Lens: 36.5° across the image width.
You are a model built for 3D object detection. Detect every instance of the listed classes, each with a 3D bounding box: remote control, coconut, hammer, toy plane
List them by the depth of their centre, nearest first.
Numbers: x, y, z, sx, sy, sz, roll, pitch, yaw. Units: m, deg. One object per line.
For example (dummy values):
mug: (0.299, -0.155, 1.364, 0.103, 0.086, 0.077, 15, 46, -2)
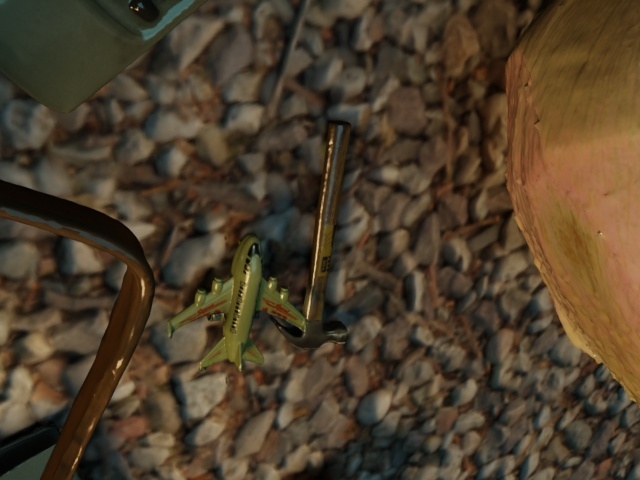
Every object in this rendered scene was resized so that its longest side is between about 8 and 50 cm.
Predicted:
remote control: (-0.079, -0.197, 0.544, 0.285, 0.038, 0.123, -40, 129, -5)
coconut: (0.307, -0.077, 0.619, 0.405, 0.404, 0.404, -14, 121, -24)
toy plane: (-0.057, 0.044, 0.685, 0.102, 0.040, 0.111, -2, 114, -25)
hammer: (0.000, 0.000, 0.712, 0.062, 0.017, 0.182, -6, 117, -28)

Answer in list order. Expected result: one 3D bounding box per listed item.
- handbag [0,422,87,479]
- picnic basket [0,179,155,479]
handbag: (-0.212, 0.244, 0.703, 0.144, 0.057, 0.221, -31, 126, -21)
picnic basket: (-0.258, 0.065, 0.421, 0.321, 0.291, 0.254, 19, 105, -27)
